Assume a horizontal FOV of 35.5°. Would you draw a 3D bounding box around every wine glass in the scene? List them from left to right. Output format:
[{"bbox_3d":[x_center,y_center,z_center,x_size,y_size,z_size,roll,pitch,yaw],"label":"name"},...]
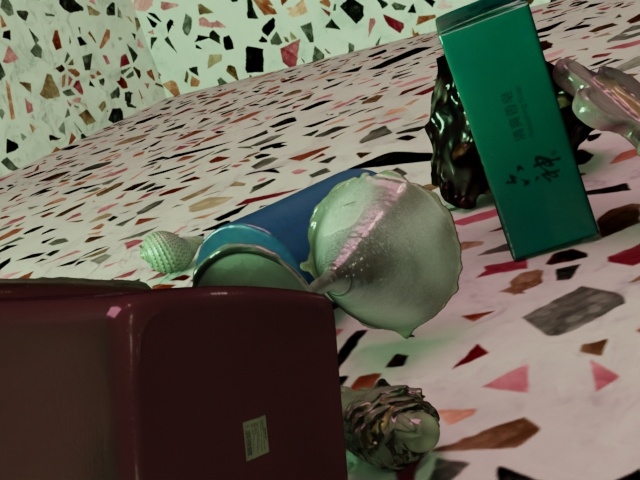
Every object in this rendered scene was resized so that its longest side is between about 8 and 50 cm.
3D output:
[{"bbox_3d":[0.004,0.036,0.792,0.156,0.156,0.232,-9,9,30],"label":"wine glass"}]

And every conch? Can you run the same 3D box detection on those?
[{"bbox_3d":[-0.201,0.018,1.345,0.085,0.056,0.076,8,-10,-17],"label":"conch"}]

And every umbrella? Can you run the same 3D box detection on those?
[{"bbox_3d":[0.035,0.129,0.712,0.067,0.062,0.143,9,-7,-30],"label":"umbrella"}]

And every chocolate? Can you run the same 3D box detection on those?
[{"bbox_3d":[0.217,-0.111,1.228,0.177,0.206,0.224,-67,15,-5],"label":"chocolate"}]

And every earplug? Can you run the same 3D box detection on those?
[{"bbox_3d":[0.000,0.000,1.068,0.132,0.132,0.273,-7,16,34],"label":"earplug"}]

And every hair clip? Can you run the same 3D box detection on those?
[{"bbox_3d":[0.318,-0.091,0.907,0.146,0.075,0.257,-6,37,-38],"label":"hair clip"}]

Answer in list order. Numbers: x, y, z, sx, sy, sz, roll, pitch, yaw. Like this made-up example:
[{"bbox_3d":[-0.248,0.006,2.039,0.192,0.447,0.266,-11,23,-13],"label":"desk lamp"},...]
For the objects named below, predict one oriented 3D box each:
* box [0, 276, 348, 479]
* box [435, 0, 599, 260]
[{"bbox_3d":[-0.105,0.113,0.568,0.168,0.193,0.294,-5,-3,24],"label":"box"},{"bbox_3d":[0.197,-0.122,1.021,0.092,0.244,0.153,-19,15,12],"label":"box"}]
